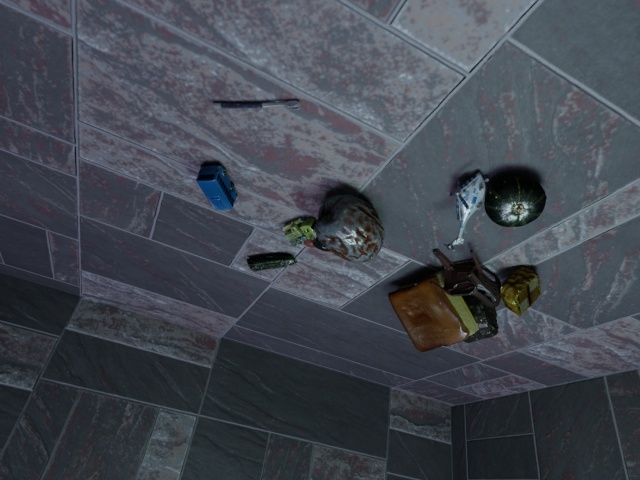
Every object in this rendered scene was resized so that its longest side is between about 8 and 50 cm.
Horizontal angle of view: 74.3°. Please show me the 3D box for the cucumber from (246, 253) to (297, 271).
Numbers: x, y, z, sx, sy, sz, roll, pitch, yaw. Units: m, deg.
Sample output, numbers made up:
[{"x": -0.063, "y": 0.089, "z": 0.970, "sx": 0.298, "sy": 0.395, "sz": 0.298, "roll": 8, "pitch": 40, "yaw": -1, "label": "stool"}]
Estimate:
[{"x": -0.242, "y": 0.104, "z": 2.071, "sx": 0.265, "sy": 0.077, "sz": 0.077, "roll": -10, "pitch": 142, "yaw": 24, "label": "cucumber"}]

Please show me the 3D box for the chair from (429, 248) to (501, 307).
[{"x": 0.642, "y": 0.171, "z": 1.847, "sx": 0.183, "sy": 0.176, "sz": 0.326, "roll": -10, "pitch": 144, "yaw": 40, "label": "chair"}]

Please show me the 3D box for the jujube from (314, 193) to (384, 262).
[{"x": 0.118, "y": -0.033, "z": 1.634, "sx": 0.246, "sy": 0.216, "sz": 0.308, "roll": -24, "pitch": 139, "yaw": 35, "label": "jujube"}]

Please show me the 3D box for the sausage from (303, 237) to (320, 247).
[{"x": 0.000, "y": 0.000, "z": 1.854, "sx": 0.154, "sy": 0.062, "sz": 0.062, "roll": -1, "pitch": 145, "yaw": 16, "label": "sausage"}]

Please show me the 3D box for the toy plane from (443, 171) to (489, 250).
[{"x": 0.507, "y": -0.096, "z": 1.450, "sx": 0.107, "sy": 0.274, "sz": 0.182, "roll": 4, "pitch": -177, "yaw": -5, "label": "toy plane"}]

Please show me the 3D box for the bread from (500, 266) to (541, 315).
[{"x": 0.887, "y": 0.228, "z": 1.874, "sx": 0.096, "sy": 0.181, "sz": 0.222, "roll": 40, "pitch": 173, "yaw": 44, "label": "bread"}]

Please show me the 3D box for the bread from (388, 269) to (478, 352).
[{"x": 0.525, "y": 0.335, "z": 2.002, "sx": 0.143, "sy": 0.333, "sz": 0.323, "roll": -22, "pitch": 169, "yaw": -42, "label": "bread"}]

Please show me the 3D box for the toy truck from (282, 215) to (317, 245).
[{"x": -0.084, "y": -0.045, "z": 1.801, "sx": 0.168, "sy": 0.077, "sz": 0.100, "roll": -16, "pitch": 125, "yaw": 39, "label": "toy truck"}]

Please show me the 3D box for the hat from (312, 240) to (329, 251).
[{"x": 0.025, "y": 0.012, "z": 1.782, "sx": 0.121, "sy": 0.051, "sz": 0.121, "roll": 14, "pitch": 167, "yaw": 3, "label": "hat"}]

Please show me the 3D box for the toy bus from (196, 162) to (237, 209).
[{"x": -0.394, "y": -0.200, "z": 1.618, "sx": 0.089, "sy": 0.106, "sz": 0.185, "roll": -2, "pitch": 145, "yaw": 13, "label": "toy bus"}]

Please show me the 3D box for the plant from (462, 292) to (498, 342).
[{"x": 0.712, "y": 0.393, "z": 2.123, "sx": 0.312, "sy": 0.215, "sz": 0.213, "roll": -14, "pitch": 140, "yaw": 36, "label": "plant"}]

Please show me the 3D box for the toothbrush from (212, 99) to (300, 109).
[{"x": -0.200, "y": -0.420, "z": 1.312, "sx": 0.287, "sy": 0.024, "sz": 0.026, "roll": 2, "pitch": 160, "yaw": 10, "label": "toothbrush"}]

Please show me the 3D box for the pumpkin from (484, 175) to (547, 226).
[{"x": 0.648, "y": -0.130, "z": 1.412, "sx": 0.190, "sy": 0.146, "sz": 0.191, "roll": 15, "pitch": 124, "yaw": 22, "label": "pumpkin"}]
